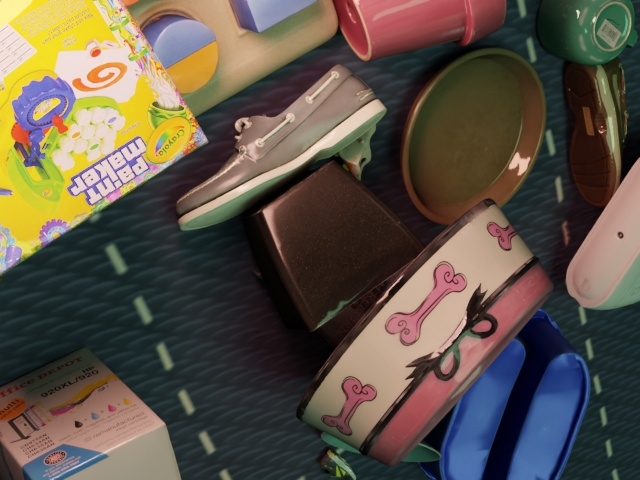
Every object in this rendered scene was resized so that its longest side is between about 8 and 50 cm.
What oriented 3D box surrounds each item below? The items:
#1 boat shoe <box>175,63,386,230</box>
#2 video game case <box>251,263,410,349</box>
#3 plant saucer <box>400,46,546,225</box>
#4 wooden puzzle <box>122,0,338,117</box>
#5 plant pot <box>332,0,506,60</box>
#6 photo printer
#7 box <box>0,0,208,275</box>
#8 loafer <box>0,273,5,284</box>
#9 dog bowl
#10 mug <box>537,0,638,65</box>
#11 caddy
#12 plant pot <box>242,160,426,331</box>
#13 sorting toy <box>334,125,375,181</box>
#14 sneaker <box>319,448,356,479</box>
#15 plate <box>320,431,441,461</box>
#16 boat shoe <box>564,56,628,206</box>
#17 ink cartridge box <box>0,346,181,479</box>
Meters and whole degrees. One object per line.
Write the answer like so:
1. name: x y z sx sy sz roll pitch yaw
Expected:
1. boat shoe: -0.067 -0.123 1.642 0.319 0.116 0.099 -33 84 -12
2. video game case: 0.042 0.047 1.830 0.196 0.026 0.274 -50 130 -6
3. plant saucer: 0.224 -0.156 1.857 0.278 0.041 0.278 -16 119 -31
4. wooden puzzle: -0.136 -0.316 1.486 0.322 0.080 0.348 -33 127 -20
5. plant pot: 0.113 -0.326 1.602 0.180 0.201 0.201 -26 125 -8
6. photo printer: 0.551 -0.017 2.065 0.256 0.107 0.307 -14 141 -42
7. box: -0.326 -0.138 1.301 0.290 0.177 0.279 -34 101 -18
8. loafer: -0.409 0.031 1.458 0.084 0.096 0.267 1 116 -56
9. dog bowl: 0.157 0.141 1.714 0.408 0.150 0.408 -46 168 -12
10. mug: 0.417 -0.332 1.866 0.158 0.097 0.129 -21 117 -22
11. caddy: 0.285 0.265 2.018 0.241 0.179 0.341 15 102 -18
12. plant pot: 0.000 0.000 1.655 0.187 0.188 0.167 -35 96 -11
13. sorting toy: 0.052 -0.118 1.742 0.075 0.045 0.083 63 39 -49
14. sneaker: 0.026 0.361 1.969 0.035 0.031 0.083 -38 126 1
15. plate: 0.094 0.307 1.905 0.188 0.188 0.024 28 65 -41
16. boat shoe: 0.459 -0.179 1.987 0.095 0.095 0.257 -30 126 -29
17. ink cartridge box: -0.299 0.276 1.548 0.171 0.233 0.168 -25 122 -25
